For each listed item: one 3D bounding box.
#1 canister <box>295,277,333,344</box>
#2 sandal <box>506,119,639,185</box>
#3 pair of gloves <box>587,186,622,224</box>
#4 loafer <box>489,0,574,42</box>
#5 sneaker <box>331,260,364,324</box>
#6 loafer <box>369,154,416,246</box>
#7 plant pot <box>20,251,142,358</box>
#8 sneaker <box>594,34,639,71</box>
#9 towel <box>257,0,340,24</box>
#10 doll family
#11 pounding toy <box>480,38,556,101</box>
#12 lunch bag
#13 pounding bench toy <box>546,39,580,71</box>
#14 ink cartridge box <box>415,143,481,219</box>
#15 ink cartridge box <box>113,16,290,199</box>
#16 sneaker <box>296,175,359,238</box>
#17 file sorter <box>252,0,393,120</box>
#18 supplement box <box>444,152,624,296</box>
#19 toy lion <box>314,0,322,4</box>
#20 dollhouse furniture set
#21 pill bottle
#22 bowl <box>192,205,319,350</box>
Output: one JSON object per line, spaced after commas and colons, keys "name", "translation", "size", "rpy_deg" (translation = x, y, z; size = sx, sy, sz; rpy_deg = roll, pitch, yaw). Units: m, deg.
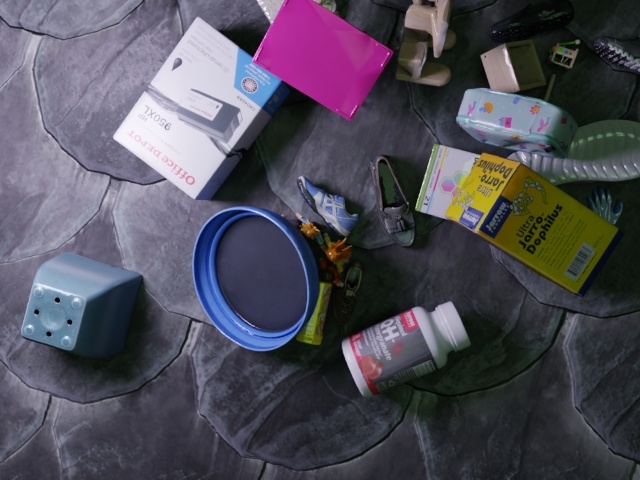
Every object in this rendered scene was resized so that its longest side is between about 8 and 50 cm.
{"name": "canister", "translation": [-0.014, 0.190, 1.793], "size": [0.073, 0.126, 0.169], "rpy_deg": [12, 92, 3]}
{"name": "sandal", "translation": [0.696, -0.218, 1.740], "size": [0.416, 0.102, 0.169], "rpy_deg": [-7, 78, 17]}
{"name": "pair of gloves", "translation": [0.729, -0.058, 1.778], "size": [0.198, 0.023, 0.159], "rpy_deg": [-12, 93, 5]}
{"name": "loafer", "translation": [0.559, -0.591, 1.741], "size": [0.223, 0.076, 0.078], "rpy_deg": [-15, 62, 10]}
{"name": "sneaker", "translation": [0.072, 0.147, 1.810], "size": [0.066, 0.071, 0.188], "rpy_deg": [14, 94, 3]}
{"name": "loafer", "translation": [0.195, -0.106, 1.781], "size": [0.096, 0.084, 0.267], "rpy_deg": [-19, 92, 5]}
{"name": "plant pot", "translation": [-0.673, 0.189, 1.775], "size": [0.248, 0.252, 0.247], "rpy_deg": [16, 95, 3]}
{"name": "sneaker", "translation": [0.840, -0.505, 1.721], "size": [0.234, 0.078, 0.106], "rpy_deg": [22, 92, -1]}
{"name": "towel", "translation": [-0.088, -0.688, 1.787], "size": [0.187, 0.049, 0.282], "rpy_deg": [-32, 90, 4]}
{"name": "doll family", "translation": [0.000, 0.000, 1.749], "size": [0.118, 0.163, 0.263], "rpy_deg": [-43, 85, 9]}
{"name": "pounding toy", "translation": [0.538, -0.417, 1.732], "size": [0.181, 0.094, 0.206], "rpy_deg": [-20, 92, -37]}
{"name": "lunch bag", "translation": [0.504, -0.289, 1.655], "size": [0.279, 0.224, 0.107], "rpy_deg": [22, 92, 32]}
{"name": "pounding bench toy", "translation": [0.649, -0.506, 1.743], "size": [0.065, 0.052, 0.083], "rpy_deg": [20, 94, 3]}
{"name": "ink cartridge box", "translation": [0.406, -0.134, 1.726], "size": [0.255, 0.097, 0.188], "rpy_deg": [18, 98, 18]}
{"name": "ink cartridge box", "translation": [-0.316, -0.343, 1.762], "size": [0.285, 0.166, 0.395], "rpy_deg": [37, 95, 2]}
{"name": "sneaker", "translation": [0.018, -0.103, 1.804], "size": [0.081, 0.080, 0.211], "rpy_deg": [-44, 99, -1]}
{"name": "file sorter", "translation": [0.009, -0.488, 1.688], "size": [0.291, 0.182, 0.202], "rpy_deg": [30, 112, -9]}
{"name": "supplement box", "translation": [0.531, -0.041, 1.633], "size": [0.357, 0.194, 0.195], "rpy_deg": [29, 96, -19]}
{"name": "toy lion", "translation": [-0.049, -0.614, 1.752], "size": [0.100, 0.034, 0.096], "rpy_deg": [8, 103, 1]}
{"name": "dollhouse furniture set", "translation": [0.358, -0.638, 1.617], "size": [0.257, 0.362, 0.394], "rpy_deg": [11, 64, 5]}
{"name": "pill bottle", "translation": [0.232, 0.285, 1.755], "size": [0.319, 0.176, 0.176], "rpy_deg": [-24, 91, 5]}
{"name": "bowl", "translation": [-0.173, 0.098, 1.742], "size": [0.391, 0.077, 0.391], "rpy_deg": [9, 106, 31]}
